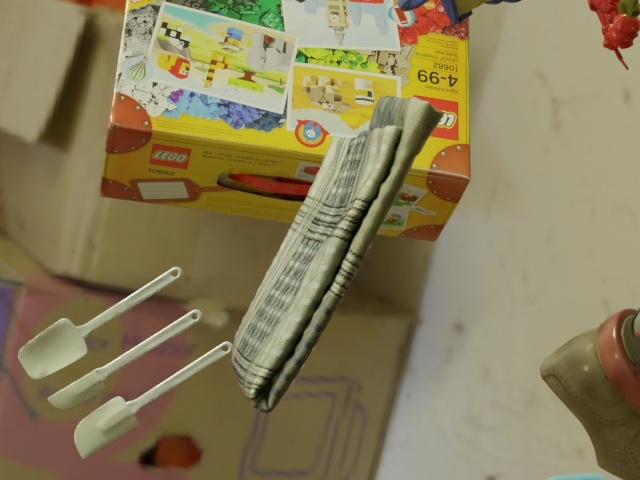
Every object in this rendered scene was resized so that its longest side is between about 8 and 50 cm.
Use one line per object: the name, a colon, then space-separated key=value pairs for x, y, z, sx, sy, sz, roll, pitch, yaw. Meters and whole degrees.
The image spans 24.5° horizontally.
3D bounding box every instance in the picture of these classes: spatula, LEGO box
spatula: x=-0.249 y=0.147 z=1.911 sx=0.242 sy=0.168 sz=0.019 roll=-33 pitch=-2 yaw=-13
LEGO box: x=-0.048 y=-0.230 z=2.150 sx=0.500 sy=0.372 sz=0.193 roll=7 pitch=-30 yaw=-9

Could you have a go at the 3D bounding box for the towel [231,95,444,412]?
towel: x=0.000 y=0.000 z=1.425 sx=0.056 sy=0.324 sz=0.312 roll=30 pitch=0 yaw=-6

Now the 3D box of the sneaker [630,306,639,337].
sneaker: x=0.354 y=0.034 z=1.299 sx=0.077 sy=0.178 sz=0.072 roll=38 pitch=-4 yaw=15

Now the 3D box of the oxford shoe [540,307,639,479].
oxford shoe: x=0.371 y=0.222 z=1.562 sx=0.130 sy=0.348 sz=0.123 roll=-29 pitch=15 yaw=39

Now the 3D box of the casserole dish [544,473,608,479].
casserole dish: x=0.313 y=0.357 z=1.879 sx=0.114 sy=0.188 sz=0.037 roll=-3 pitch=39 yaw=-10

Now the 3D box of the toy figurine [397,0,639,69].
toy figurine: x=0.182 y=-0.257 z=1.451 sx=0.217 sy=0.191 sz=0.362 roll=-18 pitch=-8 yaw=7
